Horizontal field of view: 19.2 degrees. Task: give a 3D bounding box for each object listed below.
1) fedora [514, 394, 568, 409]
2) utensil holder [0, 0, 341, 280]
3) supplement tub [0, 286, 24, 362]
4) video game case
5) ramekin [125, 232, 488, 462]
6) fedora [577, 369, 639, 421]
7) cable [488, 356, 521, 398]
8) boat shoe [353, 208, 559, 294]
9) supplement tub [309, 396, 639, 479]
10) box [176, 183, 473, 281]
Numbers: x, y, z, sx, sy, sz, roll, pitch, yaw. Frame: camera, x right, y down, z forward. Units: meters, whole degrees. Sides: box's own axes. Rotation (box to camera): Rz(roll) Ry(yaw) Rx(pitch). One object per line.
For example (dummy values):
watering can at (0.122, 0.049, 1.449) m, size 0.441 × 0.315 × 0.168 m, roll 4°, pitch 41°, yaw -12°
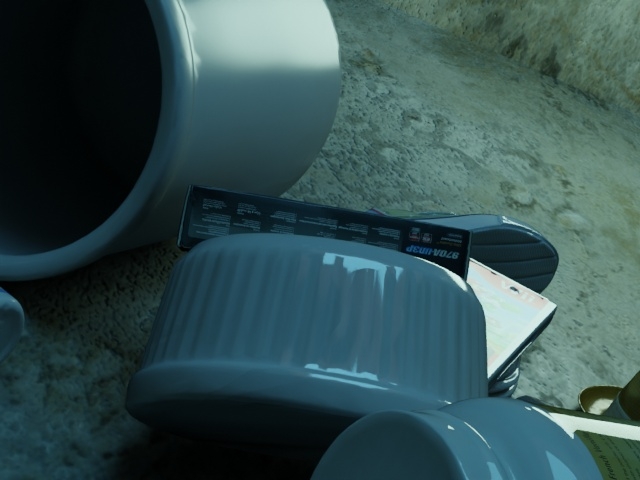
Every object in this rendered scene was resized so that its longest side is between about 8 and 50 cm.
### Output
fedora at (0.259, 0.218, 1.490) m, size 0.275 × 0.124 × 0.244 m, roll 18°, pitch -1°, yaw 6°
utensil holder at (-0.190, -0.150, 1.696) m, size 0.328 × 0.327 × 0.385 m, roll 29°, pitch 17°, yaw 16°
supplement tub at (-0.281, 0.047, 1.421) m, size 0.107 × 0.071 × 0.071 m, roll 35°, pitch 21°, yaw 30°
video game case at (0.085, 0.052, 1.665) m, size 0.204 × 0.025 × 0.285 m, roll 28°, pitch 19°, yaw 12°
ramekin at (-0.001, 0.084, 1.377) m, size 0.273 × 0.127 × 0.273 m, roll 8°, pitch -15°, yaw 2°
fedora at (0.350, 0.169, 1.868) m, size 0.194 × 0.079 × 0.194 m, roll 21°, pitch 18°, yaw -7°
cable at (0.059, 0.085, 1.724) m, size 0.257 × 0.089 × 0.257 m, roll 22°, pitch 19°, yaw -5°
boat shoe at (0.121, 0.006, 2.001) m, size 0.302 × 0.109 × 0.094 m, roll 7°, pitch 23°, yaw -37°
supplement tub at (0.161, 0.224, 1.224) m, size 0.316 × 0.228 × 0.228 m, roll 13°, pitch 21°, yaw -33°
box at (0.000, 0.000, 1.482) m, size 0.220 × 0.051 × 0.175 m, roll 9°, pitch -2°, yaw -3°
